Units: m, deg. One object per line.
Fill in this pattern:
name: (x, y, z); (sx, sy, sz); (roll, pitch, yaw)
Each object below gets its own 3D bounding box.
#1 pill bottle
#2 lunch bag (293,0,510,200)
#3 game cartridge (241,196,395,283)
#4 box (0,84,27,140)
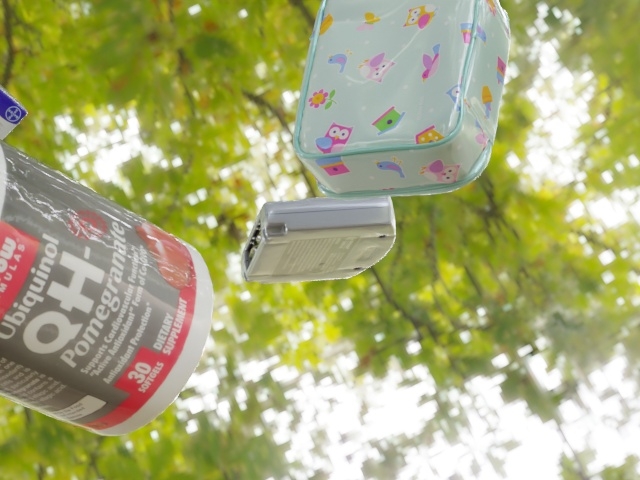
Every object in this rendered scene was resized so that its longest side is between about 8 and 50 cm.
pill bottle: (-0.248, 0.019, 1.016); (0.176, 0.176, 0.318); (-40, -46, 22)
lunch bag: (0.086, -0.180, 1.491); (0.224, 0.279, 0.108); (-7, -36, 27)
game cartridge: (0.000, 0.000, 1.890); (0.196, 0.060, 0.294); (0, -16, -10)
box: (-0.478, -0.165, 1.758); (0.137, 0.072, 0.126); (-47, -57, -1)
